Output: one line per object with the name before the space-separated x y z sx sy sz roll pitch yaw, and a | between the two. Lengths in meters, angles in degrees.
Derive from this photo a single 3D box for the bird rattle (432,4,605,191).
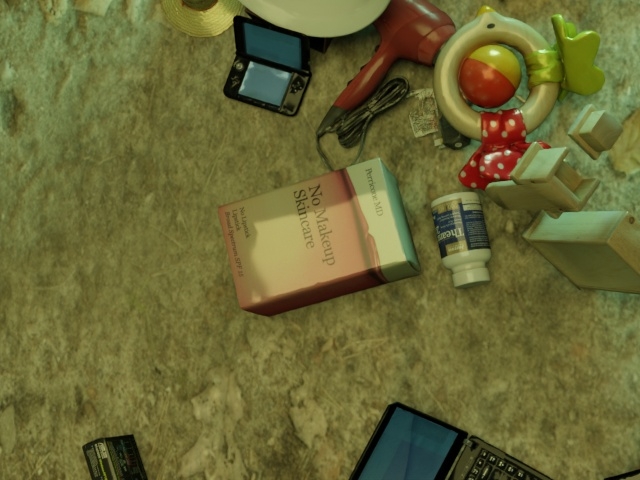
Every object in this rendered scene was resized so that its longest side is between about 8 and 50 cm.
bird rattle | 0.244 -0.190 1.243 0.207 0.143 0.253 35 102 4

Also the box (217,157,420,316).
box | 0.000 0.000 1.274 0.232 0.127 0.148 -17 77 11

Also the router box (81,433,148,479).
router box | -0.277 0.333 1.308 0.038 0.092 0.122 -24 76 9

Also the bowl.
bowl | -0.013 -0.425 1.248 0.298 0.297 0.134 20 57 16

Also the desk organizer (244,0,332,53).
desk organizer | -0.041 -0.325 1.378 0.130 0.047 0.050 28 91 17

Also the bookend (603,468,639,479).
bookend | 0.368 0.356 1.153 0.157 0.072 0.156 -20 76 11

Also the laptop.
laptop | 0.160 0.362 1.171 0.264 0.136 0.234 28 89 17

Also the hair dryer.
hair dryer | 0.084 -0.249 1.317 0.224 0.080 0.293 -8 79 13

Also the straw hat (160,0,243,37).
straw hat | -0.186 -0.381 1.416 0.145 0.061 0.144 -2 81 14

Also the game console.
game console | -0.081 -0.251 1.363 0.122 0.071 0.107 20 86 17

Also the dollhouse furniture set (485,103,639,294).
dollhouse furniture set | 0.415 -0.117 1.171 0.303 0.174 0.355 40 77 -17

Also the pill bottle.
pill bottle | 0.190 0.000 1.257 0.067 0.067 0.120 -13 78 12
